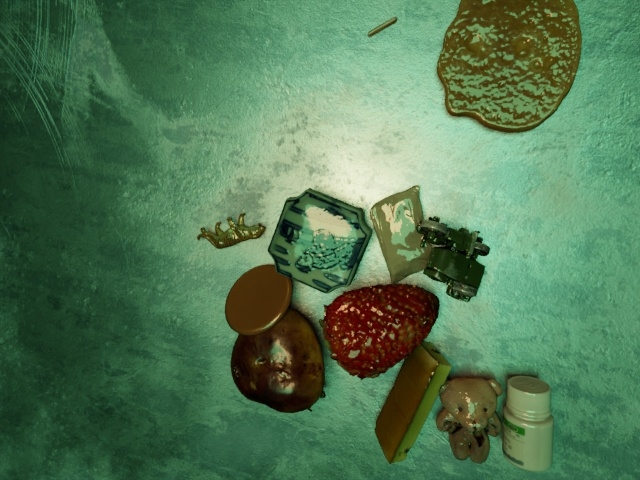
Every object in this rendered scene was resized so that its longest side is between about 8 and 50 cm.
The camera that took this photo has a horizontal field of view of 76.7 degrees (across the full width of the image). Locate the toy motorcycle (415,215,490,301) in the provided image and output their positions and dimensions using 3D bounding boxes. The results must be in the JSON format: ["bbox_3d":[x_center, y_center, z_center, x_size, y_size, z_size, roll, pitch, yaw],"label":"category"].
[{"bbox_3d":[0.368,0.052,1.158,0.275,0.127,0.205,22,85,-22],"label":"toy motorcycle"}]

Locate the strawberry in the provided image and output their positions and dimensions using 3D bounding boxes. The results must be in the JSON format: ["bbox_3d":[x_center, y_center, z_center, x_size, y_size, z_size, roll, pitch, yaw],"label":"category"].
[{"bbox_3d":[0.179,0.245,1.178,0.344,0.292,0.292,-27,91,17],"label":"strawberry"}]

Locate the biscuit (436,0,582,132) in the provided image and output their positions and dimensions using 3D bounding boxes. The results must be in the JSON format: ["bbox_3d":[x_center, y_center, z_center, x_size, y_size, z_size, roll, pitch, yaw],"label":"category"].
[{"bbox_3d":[0.518,-0.503,1.124,0.365,0.062,0.385,14,99,12],"label":"biscuit"}]

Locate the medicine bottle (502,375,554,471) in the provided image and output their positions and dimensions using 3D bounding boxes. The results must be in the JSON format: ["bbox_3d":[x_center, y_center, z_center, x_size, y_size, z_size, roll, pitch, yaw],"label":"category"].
[{"bbox_3d":[0.611,0.536,1.196,0.139,0.139,0.236,-2,97,12],"label":"medicine bottle"}]

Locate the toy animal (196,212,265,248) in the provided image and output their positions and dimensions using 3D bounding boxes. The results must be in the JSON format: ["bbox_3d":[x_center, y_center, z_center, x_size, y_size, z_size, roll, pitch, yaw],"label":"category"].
[{"bbox_3d":[-0.304,-0.025,1.354,0.241,0.057,0.099,-19,93,13],"label":"toy animal"}]

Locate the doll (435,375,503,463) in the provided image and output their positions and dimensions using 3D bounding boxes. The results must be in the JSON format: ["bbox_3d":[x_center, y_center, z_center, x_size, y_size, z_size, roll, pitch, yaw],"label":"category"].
[{"bbox_3d":[0.455,0.563,1.227,0.201,0.156,0.303,-5,100,11],"label":"doll"}]

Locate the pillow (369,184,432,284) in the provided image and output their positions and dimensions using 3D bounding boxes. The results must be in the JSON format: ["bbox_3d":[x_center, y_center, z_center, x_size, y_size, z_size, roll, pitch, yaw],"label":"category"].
[{"bbox_3d":[0.258,-0.015,1.236,0.173,0.067,0.270,-19,95,14],"label":"pillow"}]

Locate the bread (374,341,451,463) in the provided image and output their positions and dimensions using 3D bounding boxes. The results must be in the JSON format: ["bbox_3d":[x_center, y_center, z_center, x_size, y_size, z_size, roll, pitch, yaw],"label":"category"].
[{"bbox_3d":[0.277,0.498,1.257,0.077,0.138,0.361,17,102,-21],"label":"bread"}]

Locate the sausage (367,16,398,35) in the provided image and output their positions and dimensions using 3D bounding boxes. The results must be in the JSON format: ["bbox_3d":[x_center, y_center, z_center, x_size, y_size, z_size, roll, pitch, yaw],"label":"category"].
[{"bbox_3d":[0.183,-0.635,1.200,0.100,0.015,0.015,-25,91,13],"label":"sausage"}]

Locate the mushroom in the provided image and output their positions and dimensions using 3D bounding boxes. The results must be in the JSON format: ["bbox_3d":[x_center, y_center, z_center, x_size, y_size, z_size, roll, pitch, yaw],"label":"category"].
[{"bbox_3d":[-0.129,0.398,1.316,0.346,0.260,0.345,-9,72,28],"label":"mushroom"}]

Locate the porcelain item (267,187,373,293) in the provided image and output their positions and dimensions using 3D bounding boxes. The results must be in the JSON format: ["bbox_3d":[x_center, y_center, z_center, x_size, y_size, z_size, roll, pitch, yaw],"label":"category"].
[{"bbox_3d":[0.000,0.000,1.246,0.282,0.157,0.285,25,100,9],"label":"porcelain item"}]

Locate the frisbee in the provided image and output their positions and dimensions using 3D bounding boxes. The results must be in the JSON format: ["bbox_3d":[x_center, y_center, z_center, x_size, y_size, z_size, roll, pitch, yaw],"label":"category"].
[{"bbox_3d":[-0.202,0.183,1.295,0.251,0.021,0.250,-14,51,18],"label":"frisbee"}]
